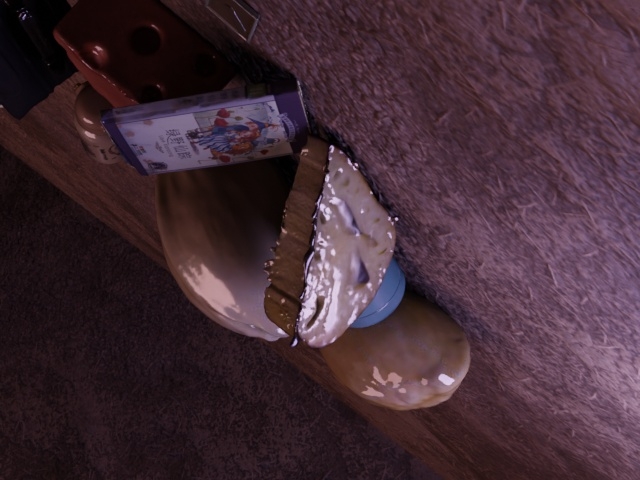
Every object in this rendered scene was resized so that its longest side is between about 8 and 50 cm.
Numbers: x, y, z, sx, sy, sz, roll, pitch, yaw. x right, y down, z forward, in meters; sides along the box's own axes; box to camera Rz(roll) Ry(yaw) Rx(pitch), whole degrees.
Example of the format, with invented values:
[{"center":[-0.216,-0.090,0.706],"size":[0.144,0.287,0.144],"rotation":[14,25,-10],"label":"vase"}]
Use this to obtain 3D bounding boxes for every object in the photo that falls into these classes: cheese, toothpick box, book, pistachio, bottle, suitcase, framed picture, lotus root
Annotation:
[{"center":[-0.226,-0.212,1.536],"size":[0.203,0.128,0.177],"rotation":[38,167,0],"label":"cheese"},{"center":[0.033,0.024,1.648],"size":[0.120,0.120,0.184],"rotation":[28,159,43],"label":"toothpick box"},{"center":[-0.128,-0.128,1.426],"size":[0.157,0.231,0.026],"rotation":[70,-168,-68],"label":"book"},{"center":[0.098,0.149,1.756],"size":[0.293,0.181,0.162],"rotation":[29,157,51],"label":"pistachio"},{"center":[-0.381,-0.212,2.092],"size":[0.110,0.097,0.209],"rotation":[55,169,9],"label":"bottle"},{"center":[-0.450,-0.341,1.505],"size":[0.339,0.188,0.345],"rotation":[50,170,20],"label":"suitcase"},{"center":[-0.121,-0.007,1.692],"size":[0.226,0.208,0.332],"rotation":[0,-119,-44],"label":"pistachio"},{"center":[-0.096,-0.249,1.305],"size":[0.066,0.007,0.089],"rotation":[40,168,-2],"label":"framed picture"},{"center":[0.017,0.006,1.501],"size":[0.170,0.261,0.074],"rotation":[7,-165,-43],"label":"lotus root"}]

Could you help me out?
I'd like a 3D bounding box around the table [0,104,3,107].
[{"center":[-0.686,-0.365,2.344],"size":[0.166,0.166,0.198],"rotation":[29,156,41],"label":"table"}]
